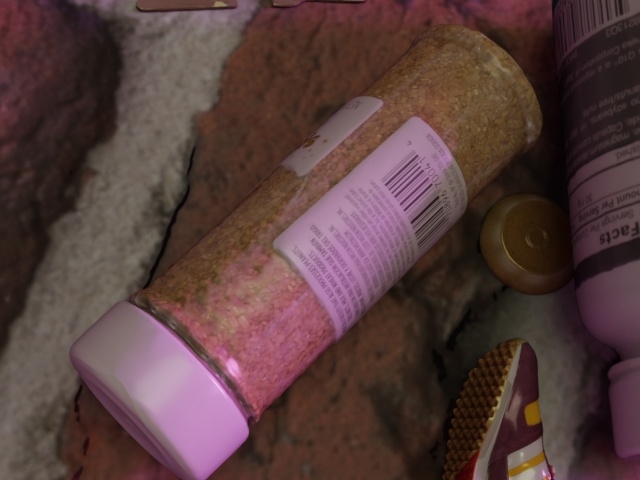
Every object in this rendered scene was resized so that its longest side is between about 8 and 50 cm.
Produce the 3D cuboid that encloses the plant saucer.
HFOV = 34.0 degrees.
[{"bbox_3d":[0.164,0.000,0.801,0.083,0.015,0.083,3,73,-9],"label":"plant saucer"}]

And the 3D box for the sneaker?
[{"bbox_3d":[0.134,0.163,0.723,0.084,0.069,0.185,19,76,-13],"label":"sneaker"}]

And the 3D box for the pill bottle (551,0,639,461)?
[{"bbox_3d":[0.277,-0.033,0.732,0.204,0.204,0.361,2,74,-10],"label":"pill bottle"}]

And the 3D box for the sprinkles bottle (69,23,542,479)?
[{"bbox_3d":[0.000,0.000,0.715,0.121,0.121,0.355,45,70,5],"label":"sprinkles bottle"}]

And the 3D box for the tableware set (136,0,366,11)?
[{"bbox_3d":[-0.055,-0.250,0.827,0.194,0.039,0.128,-5,74,-12],"label":"tableware set"}]
